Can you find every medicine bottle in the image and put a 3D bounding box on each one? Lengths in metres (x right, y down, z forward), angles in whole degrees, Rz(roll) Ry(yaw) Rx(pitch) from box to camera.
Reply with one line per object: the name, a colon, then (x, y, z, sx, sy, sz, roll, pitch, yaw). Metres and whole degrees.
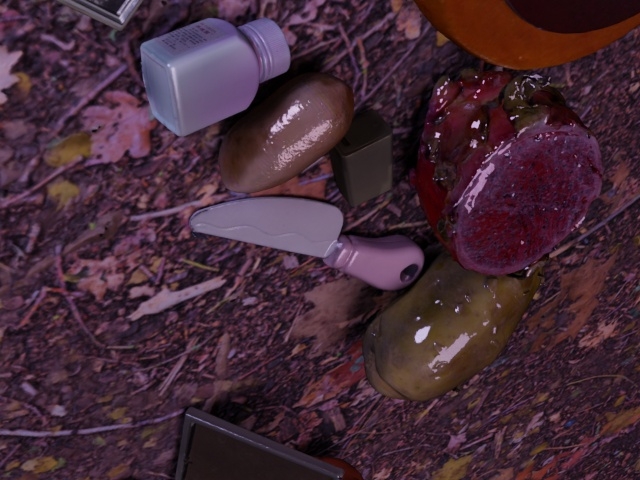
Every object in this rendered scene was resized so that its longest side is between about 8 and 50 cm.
medicine bottle: (-0.087, -0.146, 0.840, 0.118, 0.055, 0.074, -28, 135, -25)

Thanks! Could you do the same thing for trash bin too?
trash bin: (0.043, -0.084, 1.042, 0.061, 0.043, 0.092, -27, 146, -12)

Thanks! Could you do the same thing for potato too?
potato: (0.176, 0.085, 1.237, 0.296, 0.141, 0.191, -47, 178, -4)

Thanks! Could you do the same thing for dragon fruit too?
dragon fruit: (0.198, -0.091, 1.081, 0.211, 0.147, 0.282, -22, 133, -12)

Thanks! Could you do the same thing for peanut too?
peanut: (-0.034, -0.100, 0.931, 0.152, 0.076, 0.076, -36, 144, 8)

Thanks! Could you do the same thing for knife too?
knife: (0.002, -0.002, 1.101, 0.336, 0.043, 0.081, 16, 115, -45)

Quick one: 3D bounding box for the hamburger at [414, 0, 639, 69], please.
hamburger: (0.150, -0.306, 0.703, 0.330, 0.250, 0.330, -21, 144, -16)

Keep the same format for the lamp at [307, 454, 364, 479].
lamp: (-0.006, 0.410, 1.427, 0.188, 0.187, 0.164, -28, 133, -11)

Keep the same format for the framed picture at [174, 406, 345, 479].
framed picture: (-0.097, 0.356, 1.297, 0.016, 0.213, 0.289, -59, 166, -52)

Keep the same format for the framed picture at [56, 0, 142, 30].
framed picture: (-0.149, -0.249, 0.725, 0.142, 0.011, 0.183, 20, 117, -49)
